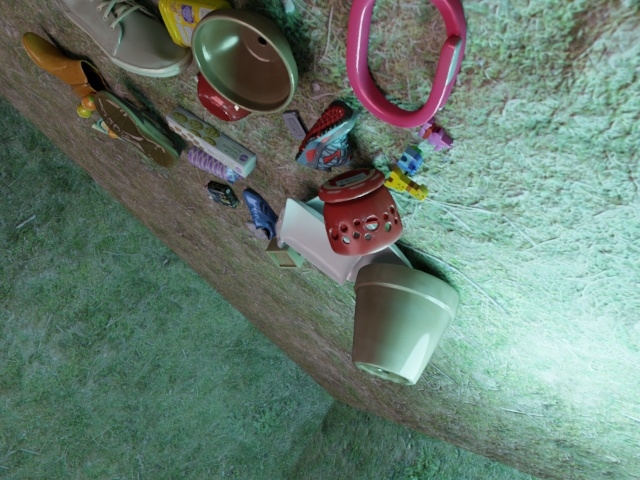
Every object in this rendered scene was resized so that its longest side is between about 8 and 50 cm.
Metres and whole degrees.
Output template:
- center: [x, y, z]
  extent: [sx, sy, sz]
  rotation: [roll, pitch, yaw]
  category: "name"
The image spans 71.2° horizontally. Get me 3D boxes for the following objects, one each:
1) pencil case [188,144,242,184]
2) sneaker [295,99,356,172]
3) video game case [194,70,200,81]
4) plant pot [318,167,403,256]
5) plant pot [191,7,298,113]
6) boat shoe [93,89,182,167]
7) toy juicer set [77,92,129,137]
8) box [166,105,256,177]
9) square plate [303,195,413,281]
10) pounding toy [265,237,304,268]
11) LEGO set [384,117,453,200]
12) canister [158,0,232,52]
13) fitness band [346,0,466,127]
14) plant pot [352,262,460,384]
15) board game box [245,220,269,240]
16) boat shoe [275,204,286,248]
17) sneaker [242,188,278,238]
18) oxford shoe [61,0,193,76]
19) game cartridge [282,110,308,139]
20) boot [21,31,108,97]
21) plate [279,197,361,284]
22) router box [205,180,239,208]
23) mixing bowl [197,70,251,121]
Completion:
- center: [-0.359, -0.268, 1.538]
  extent: [0.206, 0.086, 0.088]
  rotation: [27, -173, 25]
  category: "pencil case"
- center: [0.038, -0.238, 1.065]
  extent: [0.125, 0.104, 0.262]
  rotation: [26, 163, -15]
  category: "sneaker"
- center: [-0.295, -0.407, 1.225]
  extent: [0.122, 0.011, 0.087]
  rotation: [51, -164, -26]
  category: "video game case"
- center: [0.094, -0.079, 1.111]
  extent: [0.191, 0.191, 0.174]
  rotation: [7, 122, 49]
  category: "plant pot"
- center: [-0.145, -0.399, 0.961]
  extent: [0.237, 0.110, 0.237]
  rotation: [20, 151, 11]
  category: "plant pot"
- center: [-0.643, -0.415, 1.610]
  extent: [0.123, 0.123, 0.342]
  rotation: [-27, 125, 36]
  category: "boat shoe"
- center: [-0.849, -0.458, 1.768]
  extent: [0.209, 0.090, 0.329]
  rotation: [14, 162, -15]
  category: "toy juicer set"
- center: [-0.355, -0.323, 1.453]
  extent: [0.324, 0.067, 0.063]
  rotation: [34, 155, 10]
  category: "box"
- center: [0.087, -0.012, 1.389]
  extent: [0.347, 0.049, 0.344]
  rotation: [49, 152, -16]
  category: "square plate"
- center: [-0.131, 0.049, 1.775]
  extent: [0.130, 0.100, 0.141]
  rotation: [-2, 139, 34]
  category: "pounding toy"
- center: [0.211, -0.147, 0.968]
  extent: [0.093, 0.087, 0.227]
  rotation: [36, 156, 5]
  category: "LEGO set"
- center: [-0.274, -0.500, 1.032]
  extent: [0.169, 0.073, 0.126]
  rotation: [24, 153, 24]
  category: "canister"
- center: [0.143, -0.330, 0.793]
  extent: [0.209, 0.054, 0.291]
  rotation: [33, 154, 17]
  category: "fitness band"
- center: [0.227, 0.262, 1.331]
  extent: [0.323, 0.280, 0.323]
  rotation: [17, 158, 7]
  category: "plant pot"
- center: [-0.259, -0.042, 1.857]
  extent: [0.090, 0.020, 0.090]
  rotation: [11, 145, 45]
  category: "board game box"
- center: [-0.123, -0.055, 1.603]
  extent: [0.076, 0.083, 0.226]
  rotation: [45, 144, 9]
  category: "boat shoe"
- center: [-0.225, -0.094, 1.652]
  extent: [0.069, 0.082, 0.209]
  rotation: [2, 136, 55]
  category: "sneaker"
- center: [-0.517, -0.565, 1.147]
  extent: [0.449, 0.169, 0.130]
  rotation: [37, 154, 14]
  category: "oxford shoe"
- center: [-0.065, -0.299, 1.162]
  extent: [0.056, 0.017, 0.083]
  rotation: [9, 142, 41]
  category: "game cartridge"
- center: [-0.924, -0.648, 1.637]
  extent: [0.211, 0.104, 0.295]
  rotation: [6, 146, 41]
  category: "boot"
- center: [0.000, 0.000, 1.416]
  extent: [0.278, 0.045, 0.277]
  rotation: [36, 153, 8]
  category: "plate"
- center: [-0.389, -0.182, 1.770]
  extent: [0.122, 0.038, 0.092]
  rotation: [19, 150, 36]
  category: "router box"
- center: [-0.241, -0.367, 1.127]
  extent: [0.181, 0.098, 0.181]
  rotation: [29, 171, 5]
  category: "mixing bowl"
